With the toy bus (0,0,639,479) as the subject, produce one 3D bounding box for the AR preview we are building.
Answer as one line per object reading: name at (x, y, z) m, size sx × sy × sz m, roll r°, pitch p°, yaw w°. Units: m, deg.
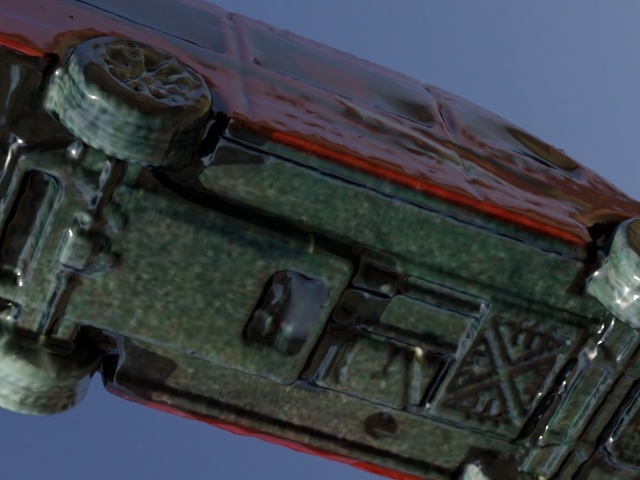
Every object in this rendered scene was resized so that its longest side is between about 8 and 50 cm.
toy bus at (0.000, 0.000, 0.380) m, size 0.195 × 0.081 × 0.089 m, roll 18°, pitch -151°, yaw -15°
